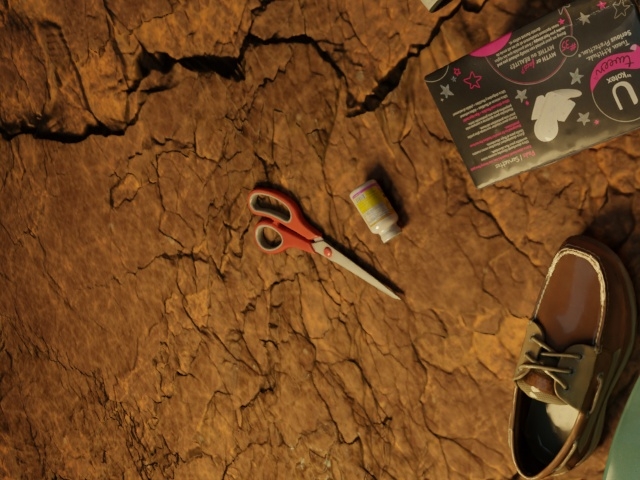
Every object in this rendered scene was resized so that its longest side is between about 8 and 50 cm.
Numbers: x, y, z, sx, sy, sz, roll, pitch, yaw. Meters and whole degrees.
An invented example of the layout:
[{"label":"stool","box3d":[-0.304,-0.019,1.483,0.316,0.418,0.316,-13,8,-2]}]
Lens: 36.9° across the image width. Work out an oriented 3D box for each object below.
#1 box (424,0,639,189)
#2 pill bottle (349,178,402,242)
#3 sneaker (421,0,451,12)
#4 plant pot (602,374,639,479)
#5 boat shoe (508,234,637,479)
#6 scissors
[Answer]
[{"label":"box","box3d":[0.267,-0.171,1.003,0.247,0.163,0.142,-20,97,46]},{"label":"pill bottle","box3d":[0.078,-0.039,1.317,0.043,0.043,0.083,-37,81,45]},{"label":"sneaker","box3d":[0.157,-0.408,1.039,0.178,0.124,0.295,49,135,3]},{"label":"plant pot","box3d":[0.415,0.218,1.037,0.165,0.166,0.234,16,111,37]},{"label":"boat shoe","box3d":[0.293,0.153,1.148,0.123,0.116,0.324,18,119,36]},{"label":"scissors","box3d":[0.000,0.000,1.421,0.297,0.021,0.109,21,119,37]}]
